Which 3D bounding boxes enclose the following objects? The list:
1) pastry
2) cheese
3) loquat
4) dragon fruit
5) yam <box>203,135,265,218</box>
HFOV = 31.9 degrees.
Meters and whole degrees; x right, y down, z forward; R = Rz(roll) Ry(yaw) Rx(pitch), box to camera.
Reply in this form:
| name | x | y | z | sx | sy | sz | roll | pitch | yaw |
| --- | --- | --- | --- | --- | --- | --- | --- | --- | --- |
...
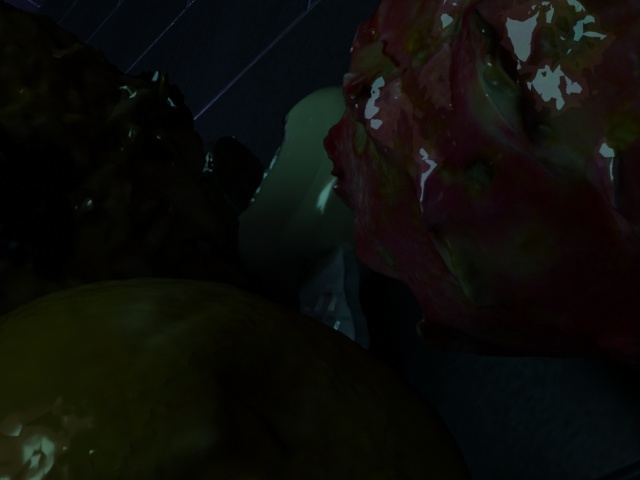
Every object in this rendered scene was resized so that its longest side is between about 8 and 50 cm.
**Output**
| name | x | y | z | sx | sy | sz | roll | pitch | yaw |
| --- | --- | --- | --- | --- | --- | --- | --- | --- | --- |
| pastry | -0.197 | 0.012 | 0.702 | 0.292 | 0.405 | 0.337 | -30 | 53 | -5 |
| cheese | 0.013 | -0.013 | 0.737 | 0.163 | 0.071 | 0.249 | -56 | 24 | 7 |
| loquat | -0.068 | 0.157 | 0.449 | 0.284 | 0.276 | 0.276 | -30 | 36 | 45 |
| dragon fruit | 0.099 | -0.043 | 0.473 | 0.205 | 0.210 | 0.268 | -24 | 14 | -26 |
| yam | -0.108 | -0.009 | 0.919 | 0.183 | 0.107 | 0.107 | -34 | 34 | 40 |
